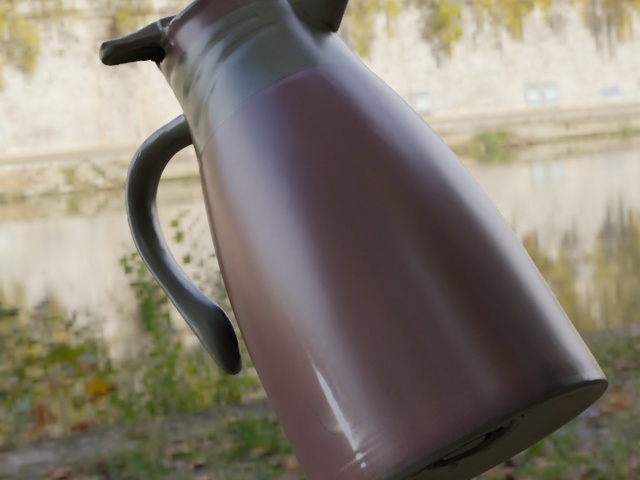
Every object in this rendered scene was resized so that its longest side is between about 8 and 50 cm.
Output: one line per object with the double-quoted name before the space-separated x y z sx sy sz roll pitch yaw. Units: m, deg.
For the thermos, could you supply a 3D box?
"thermos" 0.000 0.000 0.672 0.176 0.265 0.146 -36 -19 18
